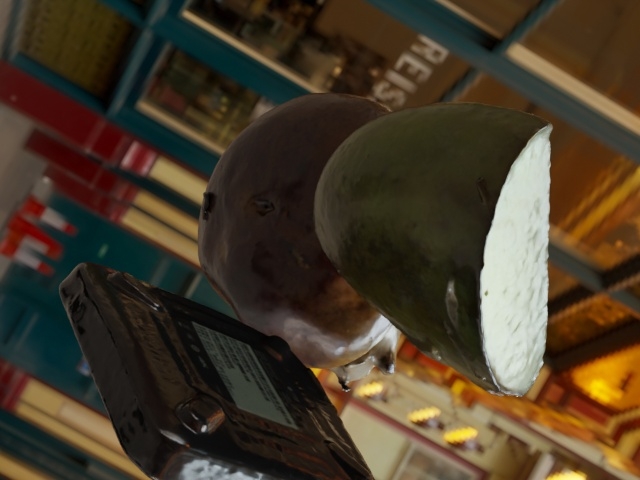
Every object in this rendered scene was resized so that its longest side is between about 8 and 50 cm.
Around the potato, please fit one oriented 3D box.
[{"bbox_3d":[0.078,0.000,1.242,0.112,0.255,0.270,-25,123,-42],"label":"potato"}]

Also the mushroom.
[{"bbox_3d":[0.000,0.000,1.640,0.345,0.259,0.346,-19,-121,35],"label":"mushroom"}]

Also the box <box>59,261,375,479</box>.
[{"bbox_3d":[-0.094,0.147,1.250,0.073,0.289,0.290,-52,-142,13],"label":"box"}]
